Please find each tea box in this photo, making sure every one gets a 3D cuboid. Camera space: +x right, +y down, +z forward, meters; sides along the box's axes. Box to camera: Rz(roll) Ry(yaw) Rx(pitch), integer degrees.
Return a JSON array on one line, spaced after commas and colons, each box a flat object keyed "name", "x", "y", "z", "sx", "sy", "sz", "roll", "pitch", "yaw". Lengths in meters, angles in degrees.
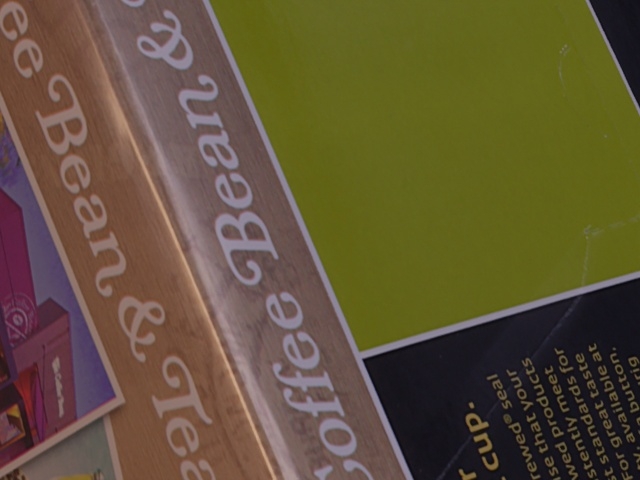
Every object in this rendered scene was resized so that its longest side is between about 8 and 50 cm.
[{"name": "tea box", "x": 0.000, "y": 0.000, "z": 0.666, "sx": 0.323, "sy": 0.220, "sz": 0.329, "roll": -11, "pitch": 74, "yaw": -46}]
